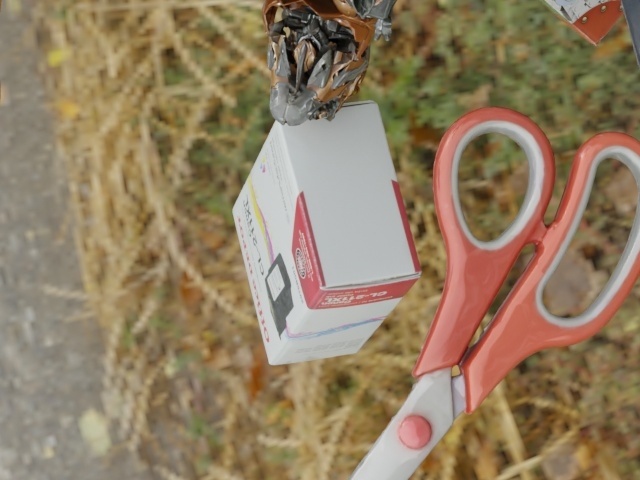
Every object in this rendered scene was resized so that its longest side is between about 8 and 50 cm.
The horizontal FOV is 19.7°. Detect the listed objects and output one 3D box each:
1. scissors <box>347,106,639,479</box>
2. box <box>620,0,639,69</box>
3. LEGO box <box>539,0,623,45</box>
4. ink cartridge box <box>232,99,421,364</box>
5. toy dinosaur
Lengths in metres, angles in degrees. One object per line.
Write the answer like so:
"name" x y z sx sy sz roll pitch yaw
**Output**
"scissors" 0.061 0.076 0.824 0.021 0.109 0.297 147 147 -79
"box" 0.462 -0.188 1.710 0.294 0.212 0.395 -25 49 22
"LEGO box" 0.298 -0.507 1.859 0.500 0.372 0.193 -51 48 9
"ink cartridge box" 0.000 0.000 1.263 0.175 0.072 0.127 122 136 -65
"toy dinosaur" 0.003 -0.223 1.094 0.164 0.218 0.321 -2 105 22
